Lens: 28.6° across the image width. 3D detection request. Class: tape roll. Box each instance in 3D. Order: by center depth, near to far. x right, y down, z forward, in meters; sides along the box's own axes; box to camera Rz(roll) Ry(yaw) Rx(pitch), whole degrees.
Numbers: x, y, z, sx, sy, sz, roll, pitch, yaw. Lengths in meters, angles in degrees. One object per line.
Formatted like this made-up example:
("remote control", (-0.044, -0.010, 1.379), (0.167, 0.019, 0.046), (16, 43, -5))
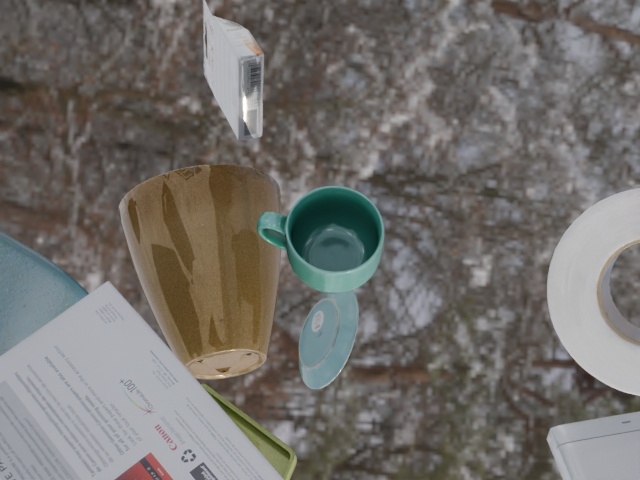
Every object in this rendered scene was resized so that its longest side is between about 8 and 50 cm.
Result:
("tape roll", (0.457, 0.066, 1.704), (0.100, 0.286, 0.286), (-14, 114, -69))

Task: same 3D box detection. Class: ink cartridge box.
("ink cartridge box", (-0.204, 0.237, 1.128), (0.309, 0.272, 0.130), (45, -20, 30))
("ink cartridge box", (-0.128, -0.253, 1.827), (0.179, 0.045, 0.145), (-116, -158, -44))

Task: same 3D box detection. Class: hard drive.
("hard drive", (0.497, 0.407, 1.815), (0.047, 0.233, 0.353), (96, -17, -48))

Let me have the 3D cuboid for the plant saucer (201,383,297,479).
("plant saucer", (-0.110, 0.300, 1.543), (0.188, 0.045, 0.188), (29, -80, 42))

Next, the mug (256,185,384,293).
("mug", (0.009, -0.003, 1.685), (0.158, 0.129, 0.097), (42, -18, 18))

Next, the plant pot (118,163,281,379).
("plant pot", (-0.155, 0.059, 1.780), (0.237, 0.237, 0.254), (131, -46, -56))

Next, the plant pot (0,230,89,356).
("plant pot", (-0.402, 0.138, 1.582), (0.248, 0.252, 0.247), (-68, -169, -17))

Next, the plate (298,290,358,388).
("plate", (0.005, 0.162, 2.161), (0.188, 0.024, 0.188), (-42, -142, 44))
